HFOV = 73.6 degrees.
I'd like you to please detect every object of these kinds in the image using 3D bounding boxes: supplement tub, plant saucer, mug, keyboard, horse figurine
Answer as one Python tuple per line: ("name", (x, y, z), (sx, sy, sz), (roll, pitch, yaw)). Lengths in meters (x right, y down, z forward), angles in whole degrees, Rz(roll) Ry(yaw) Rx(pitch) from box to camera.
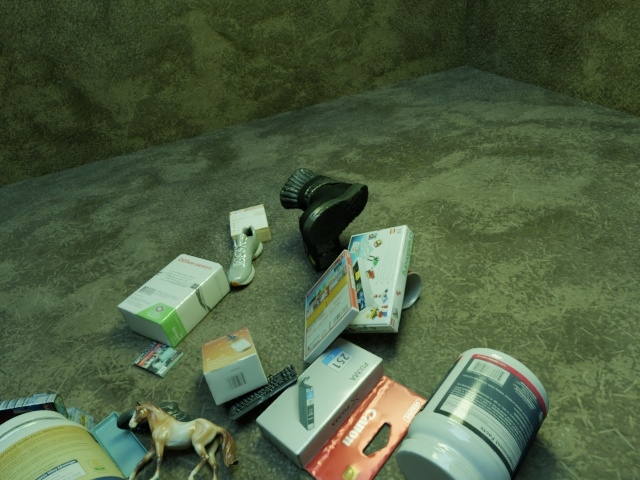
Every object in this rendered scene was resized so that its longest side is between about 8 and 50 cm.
("supplement tub", (-0.512, 0.491, 0.812), (0.316, 0.228, 0.228), (20, 45, 37))
("plant saucer", (-0.469, 0.480, 1.005), (0.192, 0.018, 0.067), (22, 46, 38))
("mug", (0.183, 0.123, 1.252), (0.150, 0.113, 0.169), (-28, 34, -27))
("keyboard", (-0.140, 0.359, 1.034), (0.180, 0.023, 0.108), (-30, 7, -9))
("supplement tub", (0.288, 0.356, 0.808), (0.191, 0.191, 0.272), (21, 46, 39))
("horse figurine", (-0.300, 0.448, 0.934), (0.263, 0.066, 0.174), (1, 40, 1))

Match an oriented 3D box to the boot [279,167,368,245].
("boot", (-0.033, -0.113, 1.339), (0.260, 0.131, 0.348), (19, 31, 25))

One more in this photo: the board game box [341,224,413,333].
("board game box", (0.143, 0.108, 1.190), (0.193, 0.053, 0.305), (-11, 50, 39))

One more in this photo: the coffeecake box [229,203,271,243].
("coffeecake box", (-0.277, -0.057, 1.682), (0.142, 0.068, 0.185), (-15, 34, -5))

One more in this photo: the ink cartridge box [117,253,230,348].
("ink cartridge box", (-0.451, 0.180, 1.347), (0.198, 0.114, 0.273), (12, 41, 30))

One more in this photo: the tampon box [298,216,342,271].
("tampon box", (0.000, 0.000, 1.436), (0.101, 0.161, 0.120), (-19, 34, -10))

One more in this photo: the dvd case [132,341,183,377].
("dvd case", (-0.462, 0.336, 1.215), (0.119, 0.013, 0.087), (9, 39, 29))

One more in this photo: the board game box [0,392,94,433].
("board game box", (-0.655, 0.431, 1.014), (0.194, 0.194, 0.060), (-5, 33, -16))

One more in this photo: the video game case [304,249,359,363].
("video game case", (0.023, 0.169, 1.161), (0.025, 0.204, 0.285), (32, 23, -17))

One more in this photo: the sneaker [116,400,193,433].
("sneaker", (-0.391, 0.434, 1.011), (0.170, 0.051, 0.089), (-10, 32, -19))

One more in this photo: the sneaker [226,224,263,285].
("sneaker", (-0.276, 0.047, 1.484), (0.099, 0.121, 0.262), (-5, 35, 9))

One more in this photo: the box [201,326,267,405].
("box", (-0.219, 0.308, 1.072), (0.130, 0.091, 0.170), (-21, 16, -13))

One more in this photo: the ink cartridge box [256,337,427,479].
("ink cartridge box", (0.052, 0.379, 0.956), (0.261, 0.066, 0.296), (20, 45, 39))
